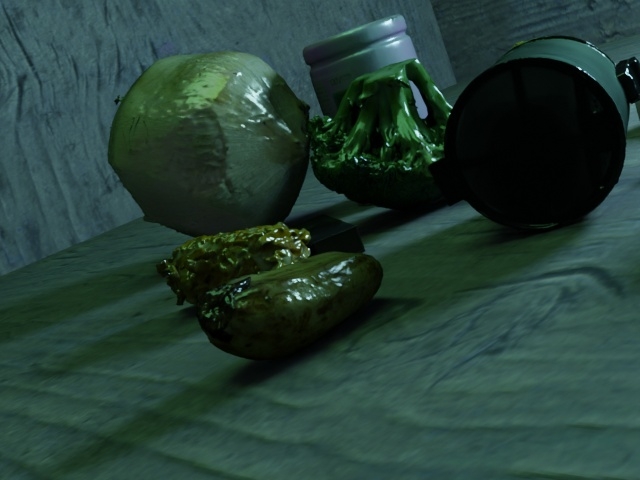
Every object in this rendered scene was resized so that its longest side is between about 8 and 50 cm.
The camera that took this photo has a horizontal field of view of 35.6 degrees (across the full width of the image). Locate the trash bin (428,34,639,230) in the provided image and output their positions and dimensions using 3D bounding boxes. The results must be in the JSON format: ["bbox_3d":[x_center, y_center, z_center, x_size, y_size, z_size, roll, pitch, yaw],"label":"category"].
[{"bbox_3d":[0.294,-0.150,1.321,0.277,0.217,0.262,-24,7,22],"label":"trash bin"}]

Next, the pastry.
[{"bbox_3d":[-0.138,0.040,1.469,0.250,0.102,0.154,-12,15,31],"label":"pastry"}]

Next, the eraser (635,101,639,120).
[{"bbox_3d":[0.637,-0.250,1.596,0.124,0.081,0.279,-23,10,-19],"label":"eraser"}]

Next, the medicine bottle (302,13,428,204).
[{"bbox_3d":[0.113,-0.253,1.934,0.212,0.326,0.212,-20,10,4],"label":"medicine bottle"}]

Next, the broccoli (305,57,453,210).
[{"bbox_3d":[0.126,-0.167,1.667,0.294,0.245,0.265,-16,10,3],"label":"broccoli"}]

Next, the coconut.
[{"bbox_3d":[-0.181,-0.181,1.969,0.404,0.405,0.404,-19,10,3],"label":"coconut"}]

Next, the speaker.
[{"bbox_3d":[0.000,0.000,1.587,0.082,0.044,0.218,-22,10,-10],"label":"speaker"}]

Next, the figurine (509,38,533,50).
[{"bbox_3d":[0.472,-0.280,1.904,0.168,0.187,0.315,-16,18,-3],"label":"figurine"}]

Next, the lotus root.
[{"bbox_3d":[-0.025,0.071,1.112,0.258,0.097,0.110,-18,14,-39],"label":"lotus root"}]
